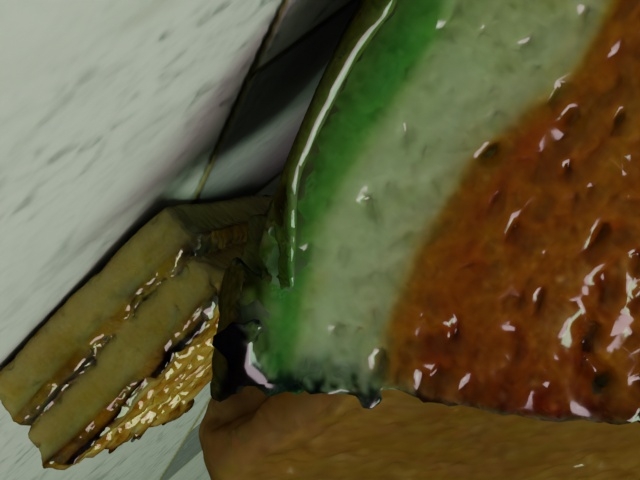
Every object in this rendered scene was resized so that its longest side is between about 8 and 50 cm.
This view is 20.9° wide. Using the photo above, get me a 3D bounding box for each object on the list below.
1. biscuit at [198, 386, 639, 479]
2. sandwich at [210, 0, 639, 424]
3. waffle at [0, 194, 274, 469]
[{"bbox_3d":[0.127,0.048,0.757,0.312,0.057,0.351,5,147,-34],"label":"biscuit"},{"bbox_3d":[0.109,-0.053,0.533,0.109,0.212,0.292,-67,179,-65],"label":"sandwich"},{"bbox_3d":[-0.054,0.030,0.655,0.102,0.042,0.148,-46,172,14],"label":"waffle"}]
